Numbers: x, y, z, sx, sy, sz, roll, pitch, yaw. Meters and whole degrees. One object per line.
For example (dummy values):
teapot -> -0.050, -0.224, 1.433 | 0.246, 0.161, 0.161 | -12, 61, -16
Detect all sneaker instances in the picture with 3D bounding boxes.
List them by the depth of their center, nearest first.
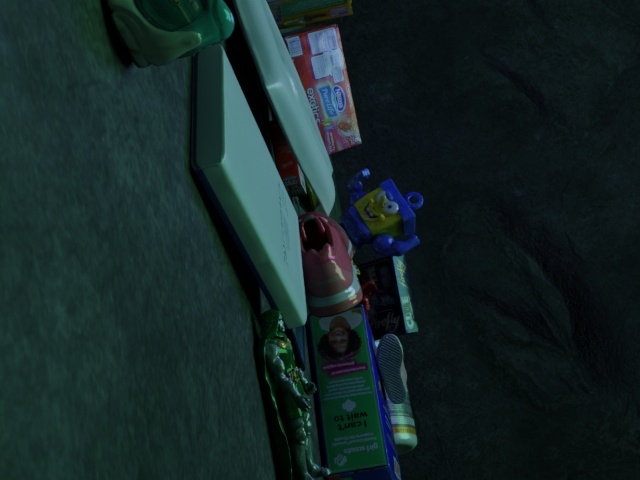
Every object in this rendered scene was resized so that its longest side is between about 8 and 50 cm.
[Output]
sneaker -> -0.128, -0.260, 0.783 | 0.107, 0.110, 0.275 | 72, 8, -51
sneaker -> 0.001, 0.000, 1.442 | 0.314, 0.116, 0.136 | -113, -175, -62
sneaker -> 0.135, 0.237, 1.581 | 0.070, 0.051, 0.134 | -67, 147, -81

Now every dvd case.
dvd case -> -0.062, 0.059, 1.305 | 0.180, 0.022, 0.253 | -93, 170, -52

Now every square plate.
square plate -> -0.061, -0.265, 1.435 | 0.344, 0.049, 0.347 | 62, 8, -52

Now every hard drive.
hard drive -> -0.086, -0.059, 1.062 | 0.318, 0.040, 0.210 | 67, 13, -48

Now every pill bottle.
pill bottle -> 0.119, 0.343, 1.889 | 0.162, 0.162, 0.278 | 68, 12, -63

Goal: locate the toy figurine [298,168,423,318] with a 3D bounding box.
toy figurine -> 0.100, -0.048, 1.693 | 0.362, 0.217, 0.191 | 61, -3, 35

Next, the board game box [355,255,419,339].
board game box -> 0.092, 0.134, 1.771 | 0.042, 0.243, 0.165 | -1, 77, -43

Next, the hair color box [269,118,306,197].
hair color box -> -0.063, -0.161, 1.628 | 0.072, 0.043, 0.141 | 60, 18, -73

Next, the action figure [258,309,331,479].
action figure -> -0.039, 0.201, 1.070 | 0.137, 0.064, 0.232 | -37, 112, -81

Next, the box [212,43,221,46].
box -> -0.141, -0.238, 1.090 | 0.083, 0.018, 0.067 | -90, 168, -64

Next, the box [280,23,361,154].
box -> -0.020, -0.307, 1.729 | 0.123, 0.128, 0.256 | 20, -53, 60

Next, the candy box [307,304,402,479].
candy box -> 0.069, 0.326, 1.600 | 0.268, 0.122, 0.317 | 70, 9, -58

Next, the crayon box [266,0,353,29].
crayon box -> -0.053, -0.507, 1.583 | 0.323, 0.203, 0.083 | 49, 31, -81
